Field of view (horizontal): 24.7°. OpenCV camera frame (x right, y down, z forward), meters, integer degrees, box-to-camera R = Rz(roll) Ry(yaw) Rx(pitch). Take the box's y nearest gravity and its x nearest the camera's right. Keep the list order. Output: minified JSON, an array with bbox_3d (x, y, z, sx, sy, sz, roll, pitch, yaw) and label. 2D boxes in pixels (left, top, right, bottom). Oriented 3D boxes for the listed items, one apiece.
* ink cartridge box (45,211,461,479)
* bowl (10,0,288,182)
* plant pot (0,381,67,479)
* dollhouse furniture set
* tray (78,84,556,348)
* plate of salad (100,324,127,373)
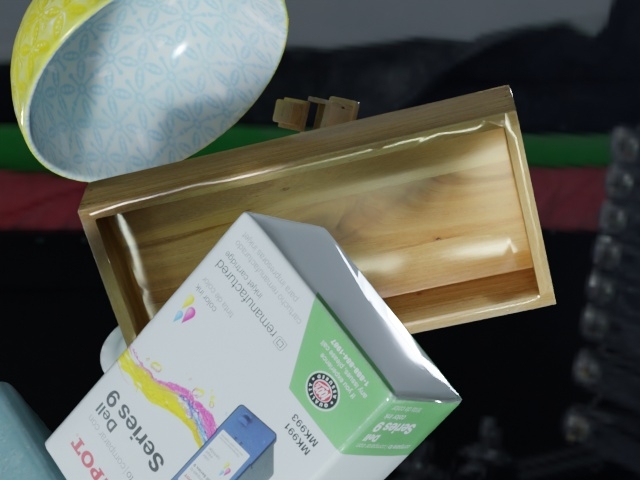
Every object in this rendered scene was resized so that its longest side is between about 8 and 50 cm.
[{"bbox_3d":[-0.046,0.112,0.897,0.154,0.212,0.093,52,-159,26],"label":"ink cartridge box"},{"bbox_3d":[-0.194,-0.212,1.468,0.289,0.289,0.156,-13,-125,-34],"label":"bowl"},{"bbox_3d":[-0.204,0.302,0.986,0.247,0.248,0.252,-39,-124,-11],"label":"plant pot"},{"bbox_3d":[-0.043,-0.088,1.605,0.182,0.161,0.101,17,-175,37],"label":"dollhouse furniture set"},{"bbox_3d":[0.000,0.000,1.389,0.410,0.203,0.076,-12,-154,8],"label":"tray"},{"bbox_3d":[-0.133,0.129,1.548,0.199,0.200,0.048,0,-129,-9],"label":"plate of salad"}]
